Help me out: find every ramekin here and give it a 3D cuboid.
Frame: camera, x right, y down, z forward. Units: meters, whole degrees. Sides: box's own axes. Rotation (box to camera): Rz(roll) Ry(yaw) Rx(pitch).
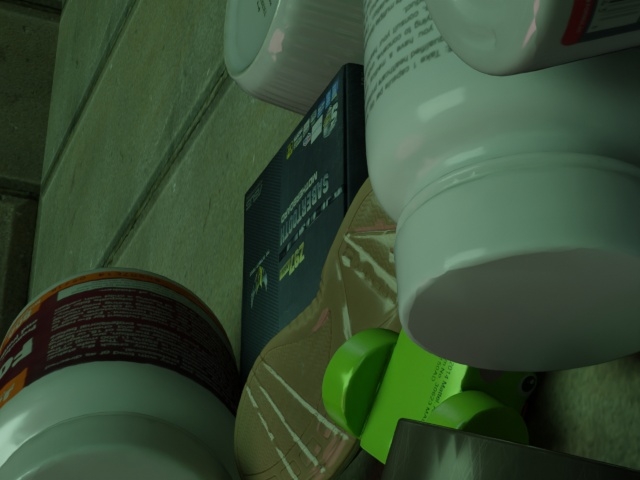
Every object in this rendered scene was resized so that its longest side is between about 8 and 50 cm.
[{"bbox_3d":[-0.002,-0.197,1.130,0.207,0.109,0.207,-168,90,-71],"label":"ramekin"}]

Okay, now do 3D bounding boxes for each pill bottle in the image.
[{"bbox_3d":[-0.165,0.175,1.124,0.392,0.224,0.224,-118,42,-74],"label":"pill bottle"},{"bbox_3d":[0.102,-0.089,0.707,0.160,0.160,0.283,131,145,-54],"label":"pill bottle"},{"bbox_3d":[0.138,-0.134,0.576,0.108,0.180,0.108,46,144,51],"label":"pill bottle"}]

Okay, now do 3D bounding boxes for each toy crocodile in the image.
[{"bbox_3d":[0.055,0.161,0.802,0.115,0.105,0.340,22,99,51],"label":"toy crocodile"}]

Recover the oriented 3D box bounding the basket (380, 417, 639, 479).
[{"bbox_3d":[0.074,0.205,0.647,0.204,0.154,0.226,173,111,-73],"label":"basket"}]

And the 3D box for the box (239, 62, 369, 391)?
[{"bbox_3d":[0.000,0.000,1.088,0.232,0.059,0.183,132,142,-57],"label":"box"}]

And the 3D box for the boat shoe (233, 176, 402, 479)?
[{"bbox_3d":[0.034,0.068,0.912,0.103,0.092,0.285,47,125,34],"label":"boat shoe"}]
